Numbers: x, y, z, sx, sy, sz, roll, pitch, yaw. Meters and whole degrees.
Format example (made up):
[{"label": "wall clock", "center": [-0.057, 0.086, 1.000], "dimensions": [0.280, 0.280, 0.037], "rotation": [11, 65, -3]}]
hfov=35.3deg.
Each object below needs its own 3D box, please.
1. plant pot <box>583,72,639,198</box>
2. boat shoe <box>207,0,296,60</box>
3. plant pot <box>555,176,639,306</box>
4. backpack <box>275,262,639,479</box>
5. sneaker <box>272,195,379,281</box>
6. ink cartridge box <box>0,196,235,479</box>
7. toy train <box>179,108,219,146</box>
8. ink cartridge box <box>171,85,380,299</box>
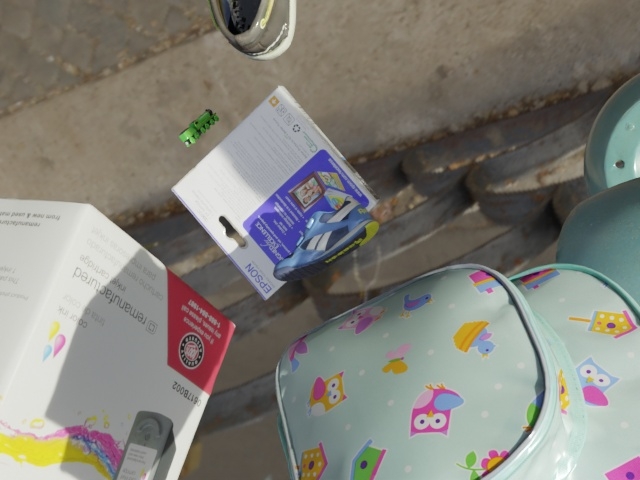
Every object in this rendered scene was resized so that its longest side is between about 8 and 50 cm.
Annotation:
[{"label": "plant pot", "center": [0.465, -0.093, 1.255], "dimensions": [0.293, 0.235, 0.293], "rotation": [2, 95, 24]}, {"label": "boat shoe", "center": [-0.063, -0.274, 0.869], "dimensions": [0.081, 0.068, 0.228], "rotation": [-6, 88, 16]}, {"label": "plant pot", "center": [0.371, 0.049, 0.850], "dimensions": [0.290, 0.290, 0.195], "rotation": [51, 135, -4]}, {"label": "backpack", "center": [0.078, 0.095, 0.458], "dimensions": [0.188, 0.166, 0.144], "rotation": [-24, 127, 6]}, {"label": "sneaker", "center": [0.000, 0.000, 1.241], "dimensions": [0.144, 0.053, 0.059], "rotation": [-32, 72, 5]}, {"label": "ink cartridge box", "center": [-0.215, 0.150, 0.782], "dimensions": [0.131, 0.306, 0.226], "rotation": [3, 153, 30]}, {"label": "toy train", "center": [-0.170, -0.159, 1.407], "dimensions": [0.017, 0.083, 0.024], "rotation": [-25, 109, 40]}, {"label": "ink cartridge box", "center": [-0.061, -0.063, 1.354], "dimensions": [0.208, 0.045, 0.206], "rotation": [-41, 85, 15]}]
